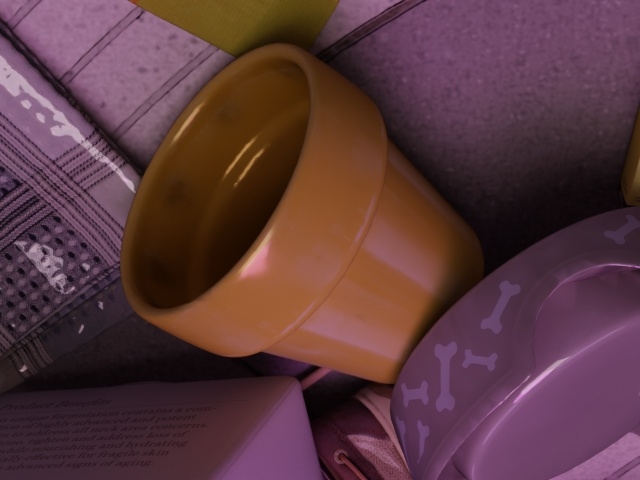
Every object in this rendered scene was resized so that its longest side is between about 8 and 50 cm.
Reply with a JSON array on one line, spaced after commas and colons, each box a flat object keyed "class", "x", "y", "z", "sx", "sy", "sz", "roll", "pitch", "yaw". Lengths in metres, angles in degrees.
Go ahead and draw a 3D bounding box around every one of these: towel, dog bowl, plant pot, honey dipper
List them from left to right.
[{"class": "towel", "x": -0.313, "y": -0.017, "z": 1.315, "sx": 0.312, "sy": 0.056, "sz": 0.324, "roll": -35, "pitch": 112, "yaw": 20}, {"class": "towel", "x": -0.107, "y": -0.225, "z": 1.212, "sx": 0.237, "sy": 0.021, "sz": 0.102, "roll": 27, "pitch": 122, "yaw": -12}, {"class": "honey dipper", "x": -0.031, "y": 0.152, "z": 1.406, "sx": 0.161, "sy": 0.030, "sz": 0.030, "roll": -35, "pitch": 111, "yaw": 18}, {"class": "plant pot", "x": 0.000, "y": 0.000, "z": 1.213, "sx": 0.239, "sy": 0.254, "sz": 0.254, "roll": 30, "pitch": 117, "yaw": -30}, {"class": "dog bowl", "x": 0.213, "y": 0.110, "z": 1.233, "sx": 0.349, "sy": 0.102, "sz": 0.348, "roll": -25, "pitch": 150, "yaw": -16}]

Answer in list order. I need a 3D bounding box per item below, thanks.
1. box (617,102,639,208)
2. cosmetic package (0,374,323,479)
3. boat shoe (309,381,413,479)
[{"class": "box", "x": 0.318, "y": -0.126, "z": 1.219, "sx": 0.087, "sy": 0.058, "sz": 0.232, "roll": 7, "pitch": 119, "yaw": -1}, {"class": "cosmetic package", "x": -0.194, "y": 0.345, "z": 1.217, "sx": 0.329, "sy": 0.393, "sz": 0.327, "roll": -6, "pitch": 109, "yaw": 24}, {"class": "boat shoe", "x": 0.087, "y": 0.307, "z": 1.354, "sx": 0.123, "sy": 0.123, "sz": 0.342, "roll": -25, "pitch": 87, "yaw": -22}]
